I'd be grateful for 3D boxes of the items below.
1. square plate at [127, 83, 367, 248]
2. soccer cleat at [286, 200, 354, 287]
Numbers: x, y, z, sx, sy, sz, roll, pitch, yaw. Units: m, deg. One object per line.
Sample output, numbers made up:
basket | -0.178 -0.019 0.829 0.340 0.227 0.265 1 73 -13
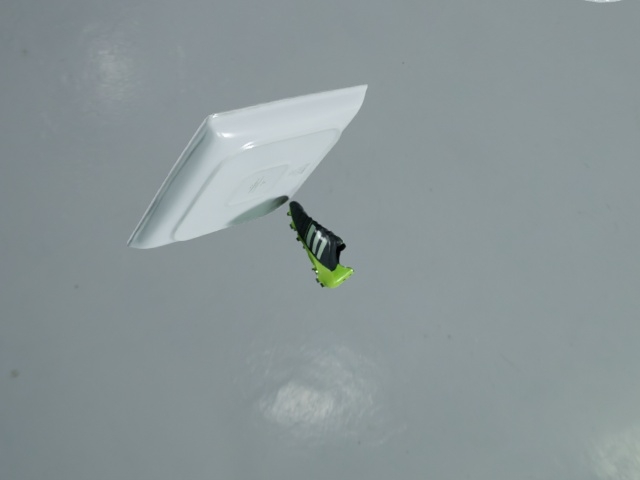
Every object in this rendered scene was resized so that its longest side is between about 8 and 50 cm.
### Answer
square plate | -0.112 -0.111 1.532 0.049 0.344 0.347 57 136 15
soccer cleat | 0.000 0.000 1.639 0.072 0.060 0.179 -29 69 6
